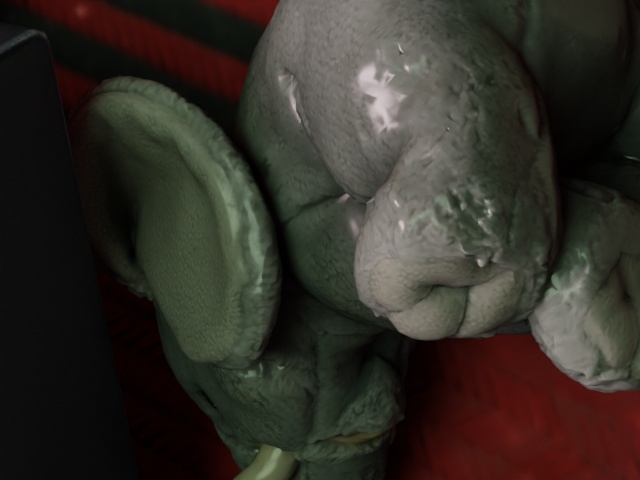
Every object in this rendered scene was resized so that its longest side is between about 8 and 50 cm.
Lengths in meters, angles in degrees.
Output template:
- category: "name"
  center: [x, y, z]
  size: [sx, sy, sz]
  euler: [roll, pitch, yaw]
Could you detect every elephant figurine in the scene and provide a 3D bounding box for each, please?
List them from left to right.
- category: "elephant figurine"
  center: [0.000, 0.000, 0.568]
  size: [0.239, 0.169, 0.186]
  euler: [-24, 45, 44]

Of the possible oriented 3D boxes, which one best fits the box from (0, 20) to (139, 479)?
- category: "box"
  center: [-0.222, 0.069, 0.609]
  size: [0.294, 0.183, 0.296]
  euler: [17, 130, 32]
